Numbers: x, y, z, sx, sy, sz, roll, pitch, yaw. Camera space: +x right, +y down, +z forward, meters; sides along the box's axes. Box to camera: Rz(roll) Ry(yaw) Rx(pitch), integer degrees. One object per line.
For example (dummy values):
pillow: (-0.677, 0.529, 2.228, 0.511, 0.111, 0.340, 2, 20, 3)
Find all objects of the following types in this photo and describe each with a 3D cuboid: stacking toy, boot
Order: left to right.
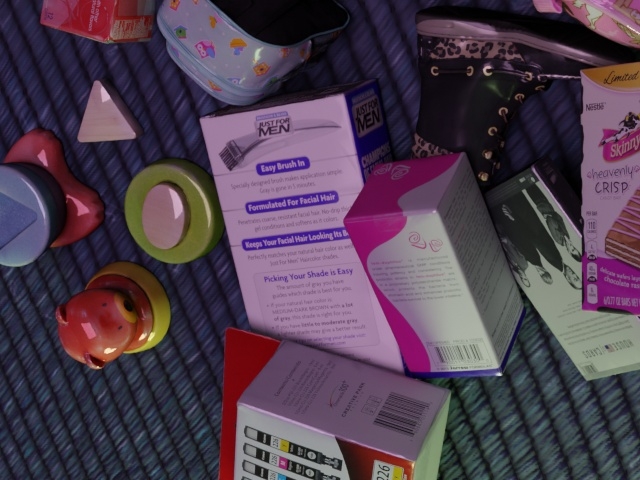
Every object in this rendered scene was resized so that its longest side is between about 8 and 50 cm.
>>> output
stacking toy: (-0.286, -0.017, 1.628, 0.309, 0.130, 0.279, 46, 119, 5)
boot: (0.203, -0.142, 1.399, 0.236, 0.085, 0.178, 16, 115, 24)

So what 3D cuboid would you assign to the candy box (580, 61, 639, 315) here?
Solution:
candy box: (0.315, -0.047, 1.220, 0.159, 0.071, 0.233, 1, 91, 57)

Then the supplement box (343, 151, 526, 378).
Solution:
supplement box: (0.126, 0.029, 1.426, 0.111, 0.114, 0.220, -5, 126, 30)

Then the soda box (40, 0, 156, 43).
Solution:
soda box: (-0.210, -0.339, 1.364, 0.092, 0.083, 0.263, 18, 107, 21)

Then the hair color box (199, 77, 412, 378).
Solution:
hair color box: (0.000, 0.000, 1.518, 0.185, 0.110, 0.338, -6, 105, 27)

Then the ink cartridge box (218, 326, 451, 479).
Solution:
ink cartridge box: (-0.016, 0.281, 1.510, 0.272, 0.130, 0.309, 16, 125, 16)

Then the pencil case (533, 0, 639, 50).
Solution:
pencil case: (0.340, -0.349, 1.182, 0.167, 0.160, 0.386, 31, 102, 16)

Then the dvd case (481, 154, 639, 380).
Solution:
dvd case: (0.259, 0.035, 1.394, 0.238, 0.030, 0.179, 55, 161, 0)

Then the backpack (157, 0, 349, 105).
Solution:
backpack: (-0.086, -0.233, 1.438, 0.166, 0.188, 0.144, 45, 118, 5)
